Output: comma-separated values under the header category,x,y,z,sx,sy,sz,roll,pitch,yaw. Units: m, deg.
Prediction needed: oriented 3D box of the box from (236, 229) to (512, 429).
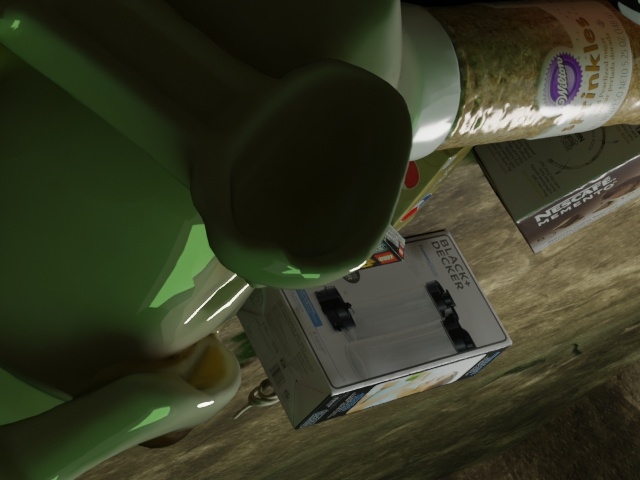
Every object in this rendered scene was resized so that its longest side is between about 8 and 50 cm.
category,x,y,z,sx,sy,sz,roll,pitch,yaw
box,0.063,0.095,1.612,0.289,0.169,0.087,-9,153,-40

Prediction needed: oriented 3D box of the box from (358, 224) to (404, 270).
category,x,y,z,sx,sy,sz,roll,pitch,yaw
box,0.000,0.000,1.350,0.137,0.027,0.094,-13,144,27

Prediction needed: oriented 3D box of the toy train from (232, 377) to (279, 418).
category,x,y,z,sx,sy,sz,roll,pitch,yaw
toy train,-0.036,0.155,1.760,0.248,0.105,0.143,-31,152,12

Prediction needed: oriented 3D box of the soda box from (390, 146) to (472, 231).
category,x,y,z,sx,sy,sz,roll,pitch,yaw
soda box,0.081,-0.065,1.335,0.058,0.061,0.181,-37,171,-36

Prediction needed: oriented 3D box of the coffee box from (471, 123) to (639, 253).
category,x,y,z,sx,sy,sz,roll,pitch,yaw
coffee box,0.309,-0.119,1.430,0.297,0.119,0.168,-29,163,7

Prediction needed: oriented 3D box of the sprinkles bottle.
category,x,y,z,sx,sy,sz,roll,pitch,yaw
sprinkles bottle,0.158,-0.141,1.159,0.355,0.121,0.121,-11,157,-41

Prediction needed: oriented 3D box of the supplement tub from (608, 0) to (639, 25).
category,x,y,z,sx,sy,sz,roll,pitch,yaw
supplement tub,0.241,-0.240,0.877,0.193,0.194,0.316,-31,161,12

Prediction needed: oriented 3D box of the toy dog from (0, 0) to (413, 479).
category,x,y,z,sx,sy,sz,roll,pitch,yaw
toy dog,-0.139,-0.023,0.867,0.408,0.284,0.395,-55,-175,42
